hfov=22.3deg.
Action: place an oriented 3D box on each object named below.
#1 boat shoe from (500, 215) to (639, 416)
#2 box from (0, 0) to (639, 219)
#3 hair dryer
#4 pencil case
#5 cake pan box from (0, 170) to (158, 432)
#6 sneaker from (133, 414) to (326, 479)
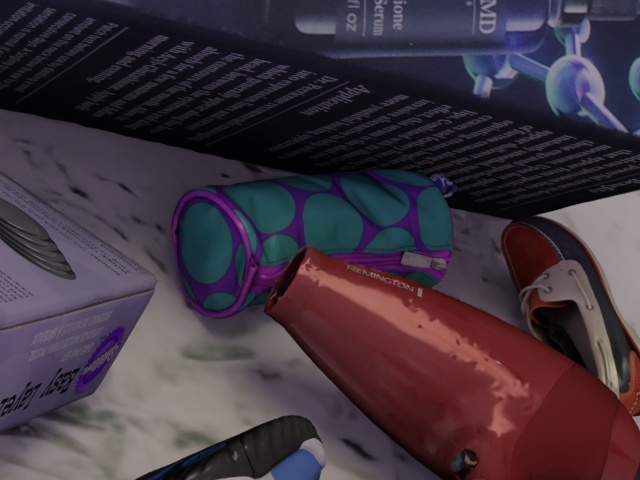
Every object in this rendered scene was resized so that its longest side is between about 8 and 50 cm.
[{"bbox_3d":[0.132,0.040,0.876,0.043,0.049,0.137,-3,50,-36],"label":"boat shoe"},{"bbox_3d":[0.011,-0.197,0.828,0.395,0.212,0.294,11,78,-26],"label":"box"},{"bbox_3d":[0.083,0.103,0.686,0.293,0.080,0.223,46,18,27],"label":"hair dryer"},{"bbox_3d":[0.000,0.000,0.810,0.151,0.064,0.070,-7,32,-41],"label":"pencil case"},{"bbox_3d":[-0.215,-0.021,0.589,0.267,0.070,0.246,33,8,8],"label":"cake pan box"},{"bbox_3d":[-0.053,0.132,0.607,0.081,0.080,0.211,59,33,-4],"label":"sneaker"}]
